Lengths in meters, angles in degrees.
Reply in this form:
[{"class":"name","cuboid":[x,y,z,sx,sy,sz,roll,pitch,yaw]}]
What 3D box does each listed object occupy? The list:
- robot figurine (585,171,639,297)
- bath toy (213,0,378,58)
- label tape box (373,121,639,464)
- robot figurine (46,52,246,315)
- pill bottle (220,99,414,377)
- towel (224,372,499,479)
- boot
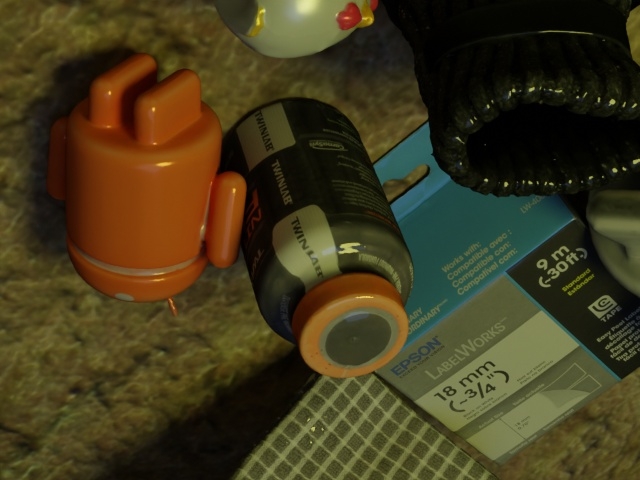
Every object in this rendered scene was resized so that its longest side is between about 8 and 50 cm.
[{"class":"robot figurine","cuboid":[0.378,-0.017,1.230,0.353,0.200,0.299,22,81,-46]},{"class":"bath toy","cuboid":[0.036,-0.284,0.948,0.129,0.151,0.348,1,121,-38]},{"class":"label tape box","cuboid":[0.158,0.050,1.304,0.241,0.106,0.334,-39,128,15]},{"class":"robot figurine","cuboid":[-0.145,-0.040,1.124,0.158,0.128,0.219,0,126,-11]},{"class":"pill bottle","cuboid":[0.000,0.000,1.124,0.130,0.245,0.130,-8,130,-10]},{"class":"towel","cuboid":[0.021,0.267,1.278,0.283,0.235,0.121,-49,169,-24]},{"class":"boot","cuboid":[0.224,-0.174,1.037,0.348,0.260,0.131,-21,131,2]}]
